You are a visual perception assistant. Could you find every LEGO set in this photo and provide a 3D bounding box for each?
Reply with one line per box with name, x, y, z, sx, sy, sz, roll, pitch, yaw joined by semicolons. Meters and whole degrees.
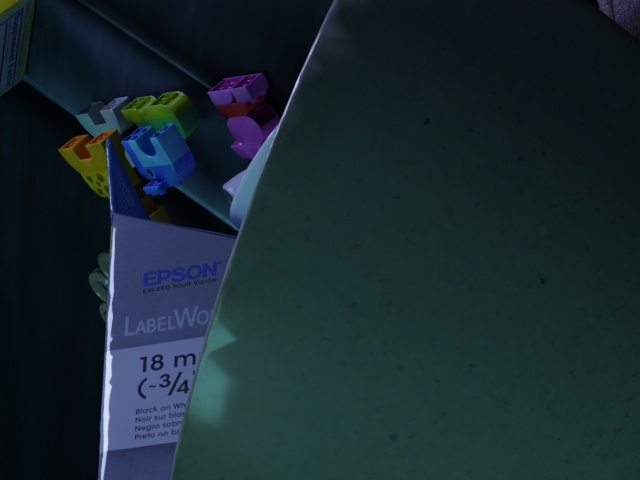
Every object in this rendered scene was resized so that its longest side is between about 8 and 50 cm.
LEGO set;-0.115;-0.051;1.385;0.227;0.087;0.093;-2;124;52

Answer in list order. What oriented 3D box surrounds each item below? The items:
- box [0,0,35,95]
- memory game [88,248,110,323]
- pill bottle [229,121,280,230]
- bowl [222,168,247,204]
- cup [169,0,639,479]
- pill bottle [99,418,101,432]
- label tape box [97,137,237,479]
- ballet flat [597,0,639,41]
box;-0.380;-0.157;1.431;0.213;0.243;0.117;41;148;12
memory game;-0.128;0.080;1.617;0.186;0.012;0.186;30;144;25
pill bottle;0.092;0.025;1.151;0.283;0.160;0.160;39;148;11
bowl;0.000;0.000;1.302;0.142;0.053;0.142;43;175;7
cup;0.096;0.031;0.909;0.237;0.331;0.331;20;144;5
pill bottle;-0.069;0.236;1.573;0.161;0.161;0.283;11;136;43
label tape box;-0.054;0.122;1.186;0.106;0.333;0.240;-10;140;9
ballet flat;0.268;-0.063;0.904;0.316;0.107;0.106;39;140;11
